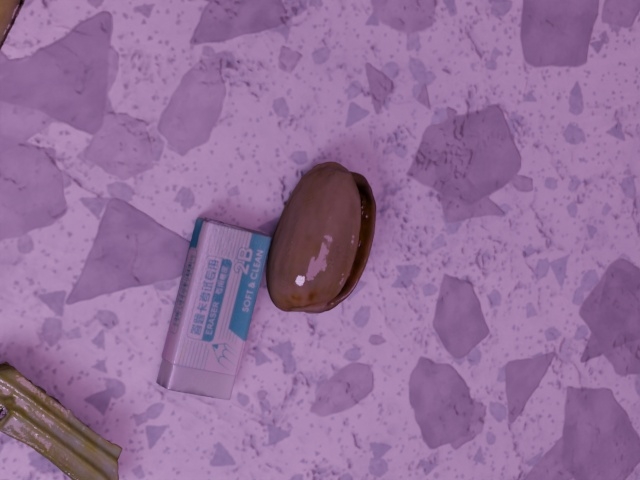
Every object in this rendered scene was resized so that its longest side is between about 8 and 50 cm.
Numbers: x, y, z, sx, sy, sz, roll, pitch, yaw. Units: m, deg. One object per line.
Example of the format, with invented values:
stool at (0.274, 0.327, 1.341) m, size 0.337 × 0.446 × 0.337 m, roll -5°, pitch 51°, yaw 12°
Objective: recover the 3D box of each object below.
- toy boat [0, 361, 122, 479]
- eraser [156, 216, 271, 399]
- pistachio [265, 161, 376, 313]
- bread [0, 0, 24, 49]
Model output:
toy boat at (-0.347, 0.223, 1.806) m, size 0.276 × 0.111 × 0.084 m, roll 38°, pitch 77°, yaw -21°
eraser at (-0.139, 0.088, 1.910) m, size 0.095 × 0.052 × 0.225 m, roll 13°, pitch 91°, yaw -28°
pistachio at (0.000, 0.000, 1.930) m, size 0.129 × 0.131 × 0.206 m, roll 33°, pitch 74°, yaw -69°
bread at (-0.407, -0.352, 1.679) m, size 0.178 × 0.135 × 0.240 m, roll 27°, pitch 89°, yaw -25°
